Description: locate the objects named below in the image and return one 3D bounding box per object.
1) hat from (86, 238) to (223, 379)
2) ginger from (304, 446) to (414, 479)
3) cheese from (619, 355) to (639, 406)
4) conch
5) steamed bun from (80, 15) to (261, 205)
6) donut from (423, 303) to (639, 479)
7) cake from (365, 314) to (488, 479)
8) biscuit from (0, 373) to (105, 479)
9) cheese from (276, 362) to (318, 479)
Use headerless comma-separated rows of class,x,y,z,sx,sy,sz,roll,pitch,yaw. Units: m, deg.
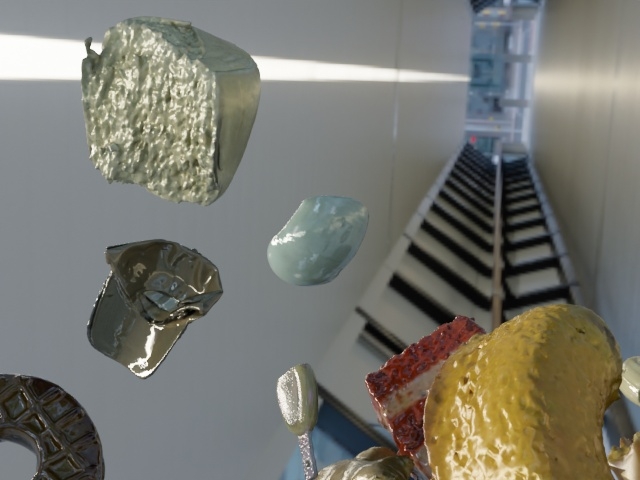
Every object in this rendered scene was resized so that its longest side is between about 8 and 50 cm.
hat,-0.214,0.082,1.075,0.175,0.147,0.085,-57,-6,21
ginger,0.078,0.450,1.482,0.236,0.375,0.166,-1,-102,-39
cheese,0.561,0.233,1.424,0.064,0.137,0.227,-70,-16,12
conch,0.002,0.005,1.542,0.121,0.185,0.221,57,148,16
steamed bun,-0.213,-0.196,1.404,0.273,0.272,0.290,-19,-39,-47
donut,0.323,0.267,0.877,0.163,0.435,0.377,-47,27,43
cake,0.272,0.357,1.596,0.319,0.270,0.269,53,172,51
biscuit,-0.524,0.376,1.426,0.103,0.332,0.332,116,166,-58
cheese,-0.030,0.307,1.443,0.097,0.037,0.192,-44,48,42
